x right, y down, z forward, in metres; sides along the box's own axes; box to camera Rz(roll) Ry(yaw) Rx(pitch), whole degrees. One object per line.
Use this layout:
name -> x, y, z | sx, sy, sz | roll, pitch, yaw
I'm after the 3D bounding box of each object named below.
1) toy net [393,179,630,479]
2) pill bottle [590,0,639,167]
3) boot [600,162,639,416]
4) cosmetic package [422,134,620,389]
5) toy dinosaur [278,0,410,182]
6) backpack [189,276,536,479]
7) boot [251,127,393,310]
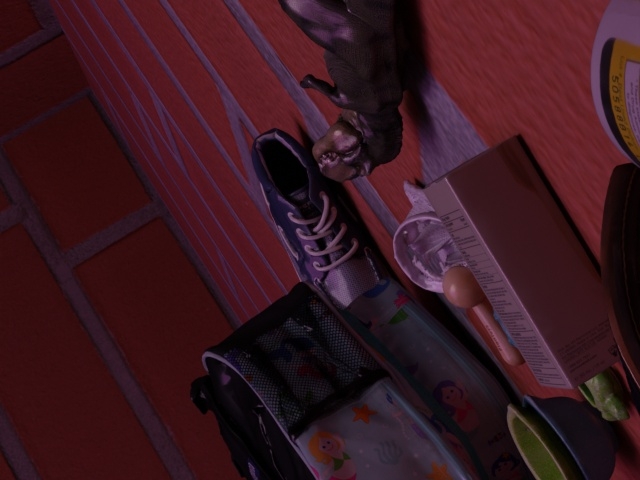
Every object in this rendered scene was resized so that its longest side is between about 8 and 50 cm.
toy net -> 0.094, 0.043, 0.817 | 0.232, 0.045, 0.122 | 53, 171, 35
pill bottle -> 0.115, -0.033, 0.324 | 0.065, 0.065, 0.116 | 62, 172, -21
boot -> 0.149, 0.048, 0.441 | 0.219, 0.106, 0.082 | -89, -23, -45
cosmetic package -> 0.099, 0.011, 0.679 | 0.115, 0.041, 0.060 | 59, 173, -2
toy dinosaur -> 0.004, -0.124, 0.713 | 0.118, 0.064, 0.268 | 49, 167, 17
backpack -> 0.050, 0.170, 1.027 | 0.253, 0.191, 0.225 | 52, 169, 44
boot -> 0.000, 0.000, 1.139 | 0.190, 0.069, 0.086 | 55, 177, 28
